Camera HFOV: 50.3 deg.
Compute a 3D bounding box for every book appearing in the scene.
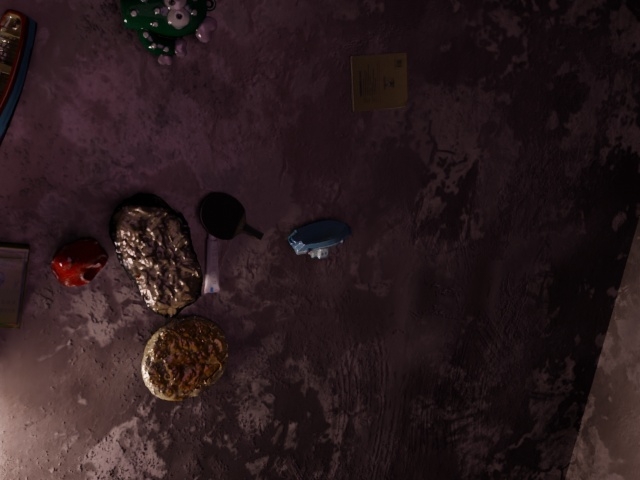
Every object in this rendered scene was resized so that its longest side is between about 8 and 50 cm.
[{"bbox_3d":[0.182,-0.486,2.093,0.192,0.013,0.168,-9,106,-22],"label":"book"}]

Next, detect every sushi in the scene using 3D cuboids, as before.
[{"bbox_3d":[-0.440,0.040,1.865,0.210,0.171,0.350,-23,110,-15],"label":"sushi"}]

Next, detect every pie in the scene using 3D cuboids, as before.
[{"bbox_3d":[-0.399,0.354,2.030,0.274,0.055,0.274,-7,105,-28],"label":"pie"}]

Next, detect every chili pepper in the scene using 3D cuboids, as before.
[{"bbox_3d":[-0.619,0.049,1.749,0.144,0.252,0.136,4,83,-17],"label":"chili pepper"}]

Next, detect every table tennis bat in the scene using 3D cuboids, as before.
[{"bbox_3d":[-0.258,-0.056,1.993,0.220,0.019,0.130,31,76,-31],"label":"table tennis bat"}]

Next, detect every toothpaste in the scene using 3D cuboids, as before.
[{"bbox_3d":[-0.318,0.063,2.005,0.048,0.031,0.190,-4,107,-24],"label":"toothpaste"}]

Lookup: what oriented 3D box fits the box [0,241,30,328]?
[{"bbox_3d":[-0.839,0.113,1.766,0.141,0.064,0.220,8,99,-25],"label":"box"}]

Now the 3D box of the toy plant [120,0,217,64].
[{"bbox_3d":[-0.386,-0.595,1.757,0.243,0.112,0.233,-34,113,-6],"label":"toy plant"}]

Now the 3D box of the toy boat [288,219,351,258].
[{"bbox_3d":[0.000,0.000,2.112,0.215,0.088,0.102,-18,144,-20],"label":"toy boat"}]

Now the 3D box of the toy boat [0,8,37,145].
[{"bbox_3d":[-0.779,-0.360,1.648,0.079,0.136,0.392,13,99,-58],"label":"toy boat"}]
